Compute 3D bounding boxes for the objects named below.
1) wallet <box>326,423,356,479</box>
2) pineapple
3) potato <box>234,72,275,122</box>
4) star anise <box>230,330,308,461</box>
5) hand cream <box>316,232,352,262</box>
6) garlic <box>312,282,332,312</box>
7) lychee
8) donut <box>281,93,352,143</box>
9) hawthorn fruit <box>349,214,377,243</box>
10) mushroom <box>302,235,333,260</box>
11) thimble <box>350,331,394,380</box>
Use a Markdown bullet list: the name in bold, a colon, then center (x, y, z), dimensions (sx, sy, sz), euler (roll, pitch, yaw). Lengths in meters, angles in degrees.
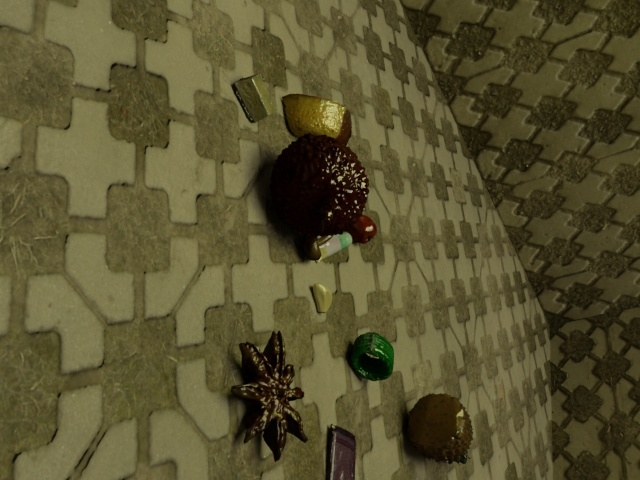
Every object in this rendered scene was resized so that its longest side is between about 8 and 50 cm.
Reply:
- **wallet**: center (0.054, 0.555, 1.809), dimensions (0.111, 0.030, 0.166), euler (44, 39, -44)
- **pineapple**: center (0.403, 0.616, 2.269), dimensions (0.362, 0.201, 0.202), euler (50, 34, -50)
- **potato**: center (-0.171, -0.377, 1.910), dimensions (0.122, 0.061, 0.086), euler (64, 26, -17)
- **star anise**: center (-0.103, 0.337, 1.584), dimensions (0.288, 0.088, 0.288), euler (44, 36, -45)
- **hand cream**: center (0.028, 0.013, 2.079), dimensions (0.174, 0.047, 0.076), euler (-16, 90, -55)
- **garlic**: center (0.007, 0.154, 1.951), dimensions (0.053, 0.041, 0.083), euler (-7, 88, -58)
- **lychee**: center (-0.001, -0.137, 1.867), dimensions (0.264, 0.264, 0.300), euler (48, 18, -40)
- **donut**: center (0.020, -0.325, 2.153), dimensions (0.295, 0.151, 0.112), euler (36, 54, -50)
- **hawthorn fruit**: center (0.129, -0.037, 2.260), dimensions (0.093, 0.093, 0.093), euler (40, 41, -47)
- **mushroom**: center (-0.010, 0.000, 1.970), dimensions (0.129, 0.072, 0.088), euler (-51, 132, -39)
- **thimble**: center (0.147, 0.325, 2.030), dimensions (0.090, 0.118, 0.130), euler (-74, 156, -54)
